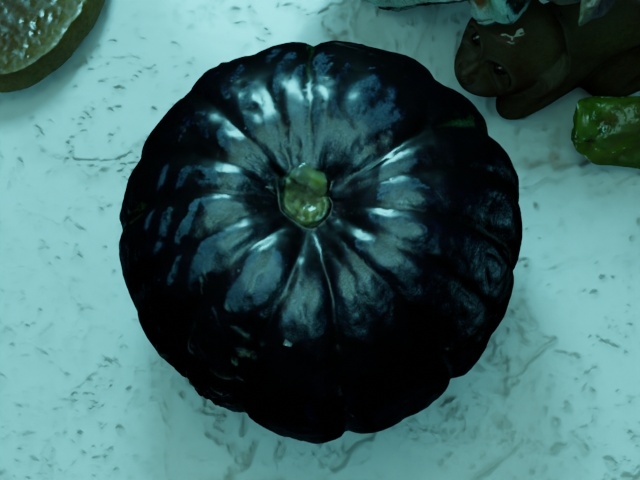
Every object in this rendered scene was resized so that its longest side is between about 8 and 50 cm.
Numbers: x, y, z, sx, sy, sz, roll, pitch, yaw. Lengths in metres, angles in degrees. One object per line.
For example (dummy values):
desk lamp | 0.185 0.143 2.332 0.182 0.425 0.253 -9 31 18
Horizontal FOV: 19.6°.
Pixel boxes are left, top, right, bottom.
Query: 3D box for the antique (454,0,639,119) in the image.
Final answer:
antique | 0.251 -0.203 1.778 0.257 0.143 0.121 -13 71 2

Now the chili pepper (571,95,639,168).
chili pepper | 0.342 -0.098 1.770 0.204 0.073 0.072 7 111 5

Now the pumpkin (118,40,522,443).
pumpkin | 0.000 0.000 1.654 0.363 0.266 0.363 0 73 1

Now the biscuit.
biscuit | -0.339 -0.282 1.901 0.257 0.049 0.273 11 69 11

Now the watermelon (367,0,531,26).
watermelon | 0.066 -0.306 1.781 0.290 0.213 0.319 12 41 -24

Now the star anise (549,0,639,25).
star anise | 0.281 -0.277 1.685 0.212 0.073 0.196 -2 60 -4
